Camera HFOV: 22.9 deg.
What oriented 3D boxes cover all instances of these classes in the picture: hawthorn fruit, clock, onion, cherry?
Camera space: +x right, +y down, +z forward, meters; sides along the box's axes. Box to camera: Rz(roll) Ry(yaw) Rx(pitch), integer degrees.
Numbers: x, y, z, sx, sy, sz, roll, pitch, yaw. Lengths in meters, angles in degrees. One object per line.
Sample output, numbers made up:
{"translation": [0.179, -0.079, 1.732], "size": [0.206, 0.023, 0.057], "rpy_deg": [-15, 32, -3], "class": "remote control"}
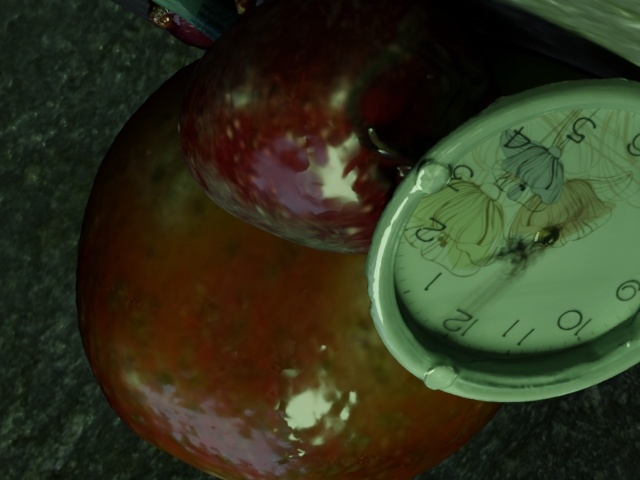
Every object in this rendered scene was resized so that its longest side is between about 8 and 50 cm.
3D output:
{"translation": [0.000, 0.000, 1.335], "size": [0.403, 0.403, 0.403], "rpy_deg": [27, -178, -1], "class": "hawthorn fruit"}
{"translation": [0.138, -0.004, 0.955], "size": [0.236, 0.236, 0.053], "rpy_deg": [26, -153, -31], "class": "clock"}
{"translation": [-0.100, -0.201, 1.262], "size": [0.107, 0.097, 0.107], "rpy_deg": [34, 142, 32], "class": "onion"}
{"translation": [0.000, -0.078, 1.030], "size": [0.250, 0.175, 0.192], "rpy_deg": [-8, 170, 41], "class": "cherry"}

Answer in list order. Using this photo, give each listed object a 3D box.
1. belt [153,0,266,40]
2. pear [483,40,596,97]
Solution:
{"translation": [-0.118, -0.213, 1.097], "size": [0.302, 0.087, 0.072], "rpy_deg": [27, -166, -39], "class": "belt"}
{"translation": [0.159, -0.051, 1.137], "size": [0.239, 0.139, 0.288], "rpy_deg": [37, -176, 20], "class": "pear"}
